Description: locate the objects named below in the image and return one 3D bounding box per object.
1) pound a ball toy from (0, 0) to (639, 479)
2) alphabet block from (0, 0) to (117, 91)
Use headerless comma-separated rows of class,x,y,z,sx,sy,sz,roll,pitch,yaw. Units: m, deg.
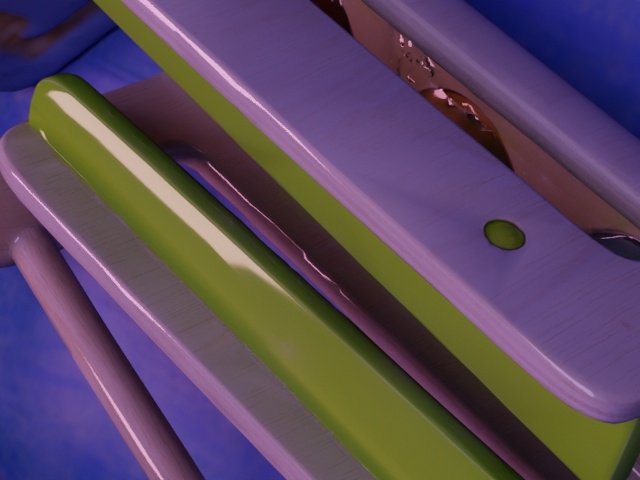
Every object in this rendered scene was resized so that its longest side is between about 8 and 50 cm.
pound a ball toy,0.000,0.000,0.641,0.319,0.136,0.208,43,138,29
alphabet block,-0.144,-0.194,0.705,0.193,0.192,0.197,-30,70,28
